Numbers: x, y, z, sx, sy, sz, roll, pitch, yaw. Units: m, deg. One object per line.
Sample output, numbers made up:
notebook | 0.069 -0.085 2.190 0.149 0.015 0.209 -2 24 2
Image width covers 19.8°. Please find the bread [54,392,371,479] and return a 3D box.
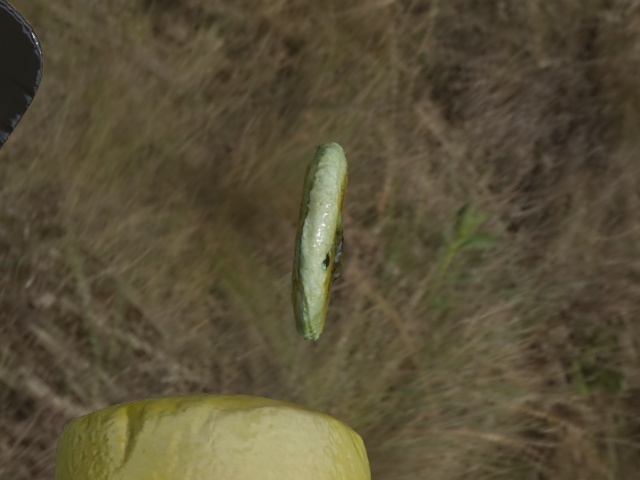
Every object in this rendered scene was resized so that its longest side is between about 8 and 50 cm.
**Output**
bread | -0.038 0.119 0.820 0.156 0.125 0.086 21 58 -42

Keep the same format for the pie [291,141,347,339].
pie | 0.000 0.001 0.742 0.021 0.084 0.084 7 77 0

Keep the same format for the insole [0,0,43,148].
insole | -0.296 -0.047 1.317 0.119 0.348 0.009 44 36 4
